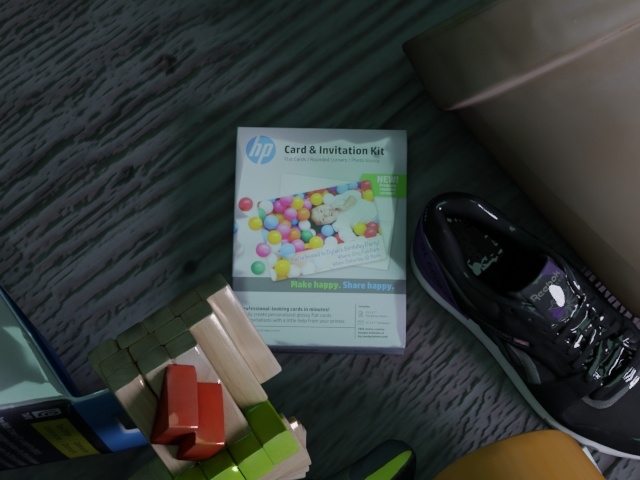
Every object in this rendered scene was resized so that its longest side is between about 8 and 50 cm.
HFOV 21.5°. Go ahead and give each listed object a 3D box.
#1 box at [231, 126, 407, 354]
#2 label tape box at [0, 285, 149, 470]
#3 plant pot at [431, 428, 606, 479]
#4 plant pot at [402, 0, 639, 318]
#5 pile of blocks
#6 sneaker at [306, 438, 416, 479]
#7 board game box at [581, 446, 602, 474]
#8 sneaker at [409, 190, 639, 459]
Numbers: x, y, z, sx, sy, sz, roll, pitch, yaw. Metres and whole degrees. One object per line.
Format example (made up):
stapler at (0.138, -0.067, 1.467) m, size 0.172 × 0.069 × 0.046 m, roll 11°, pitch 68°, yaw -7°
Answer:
box at (0.000, 0.000, 1.401) m, size 0.145 × 0.038 × 0.186 m, roll 2°, pitch 76°, yaw 1°
label tape box at (-0.279, 0.109, 1.270) m, size 0.347 × 0.249 × 0.115 m, roll -11°, pitch 75°, yaw -2°
plant pot at (0.165, 0.251, 1.242) m, size 0.205 × 0.205 × 0.188 m, roll -21°, pitch 61°, yaw -4°
plant pot at (0.265, -0.102, 1.307) m, size 0.323 × 0.323 × 0.280 m, roll -26°, pitch 94°, yaw -5°
pile of blocks at (-0.062, 0.210, 1.157) m, size 0.149 × 0.112 × 0.362 m, roll -11°, pitch 117°, yaw -17°
sneaker at (-0.062, 0.224, 1.316) m, size 0.300 × 0.111 × 0.121 m, roll -26°, pitch 60°, yaw -13°
board game box at (0.170, 0.247, 1.345) m, size 0.154 × 0.026 × 0.103 m, roll -28°, pitch 78°, yaw -5°
sneaker at (0.184, 0.070, 1.336) m, size 0.283 × 0.124 × 0.107 m, roll 38°, pitch 81°, yaw 9°
